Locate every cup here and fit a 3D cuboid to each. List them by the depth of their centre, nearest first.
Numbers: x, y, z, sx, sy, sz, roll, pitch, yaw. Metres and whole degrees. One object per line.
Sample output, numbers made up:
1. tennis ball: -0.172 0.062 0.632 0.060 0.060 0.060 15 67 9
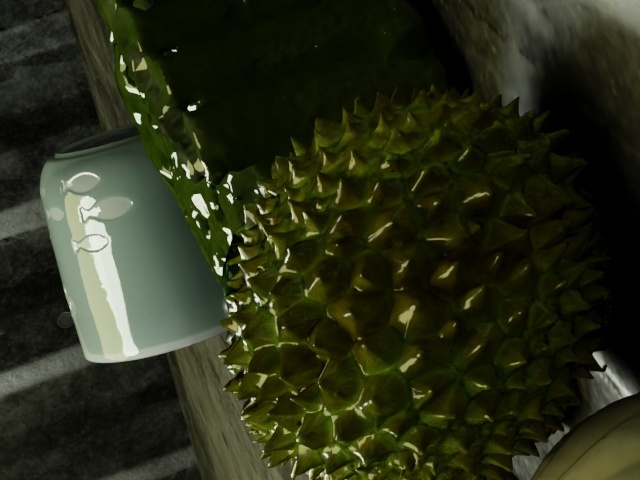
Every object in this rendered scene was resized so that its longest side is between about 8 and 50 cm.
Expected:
1. cup: -0.193 -0.014 2.165 0.356 0.259 0.274 -6 105 46

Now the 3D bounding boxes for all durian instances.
1. durian: 0.050 0.041 1.007 0.291 0.224 0.291 -168 90 -79

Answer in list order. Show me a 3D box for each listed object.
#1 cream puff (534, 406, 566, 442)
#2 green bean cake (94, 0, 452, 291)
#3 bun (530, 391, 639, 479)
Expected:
1. cream puff: 0.117 0.084 1.199 0.149 0.084 0.149 159 90 -80
2. green bean cake: -0.038 -0.088 1.307 0.319 0.218 0.335 85 163 -52
3. bun: 0.173 0.230 0.961 0.263 0.175 0.263 162 90 -79
